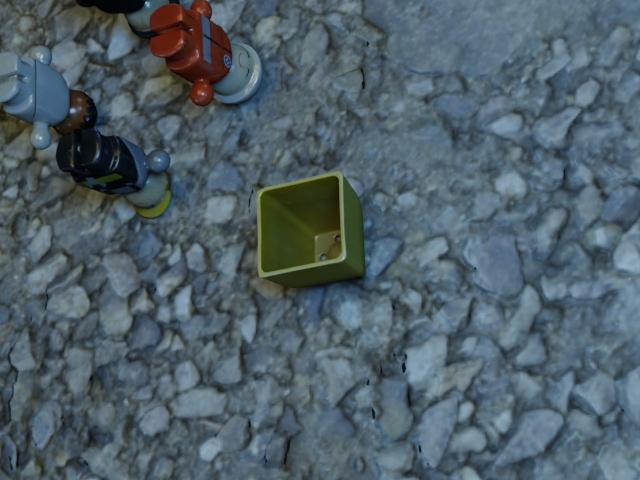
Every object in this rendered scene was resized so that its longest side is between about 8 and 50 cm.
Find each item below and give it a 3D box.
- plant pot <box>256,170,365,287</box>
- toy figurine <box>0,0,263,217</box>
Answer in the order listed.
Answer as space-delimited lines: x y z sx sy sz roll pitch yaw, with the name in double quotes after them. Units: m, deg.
0.000 0.000 1.168 0.081 0.083 0.082 -12 65 22 "plant pot"
-0.185 -0.152 1.291 0.213 0.148 0.209 37 96 30 "toy figurine"
